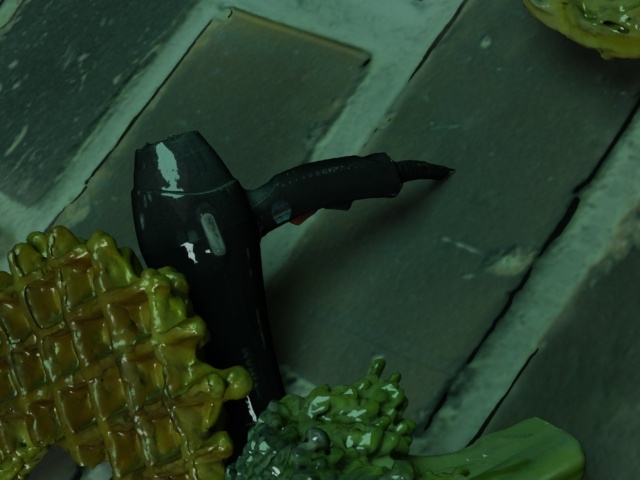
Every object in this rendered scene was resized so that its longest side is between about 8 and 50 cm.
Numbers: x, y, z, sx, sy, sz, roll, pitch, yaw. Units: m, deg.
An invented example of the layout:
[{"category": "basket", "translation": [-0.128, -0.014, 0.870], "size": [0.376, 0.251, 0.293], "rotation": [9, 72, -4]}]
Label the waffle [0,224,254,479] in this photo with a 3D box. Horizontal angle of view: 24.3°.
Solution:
[{"category": "waffle", "translation": [-0.162, 0.120, 1.127], "size": [0.293, 0.069, 0.260], "rotation": [26, 112, 35]}]

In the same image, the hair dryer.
[{"category": "hair dryer", "translation": [0.000, 0.000, 1.163], "size": [0.271, 0.236, 0.091], "rotation": [-21, 7, -16]}]

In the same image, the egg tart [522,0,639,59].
[{"category": "egg tart", "translation": [0.290, -0.238, 1.173], "size": [0.288, 0.118, 0.288], "rotation": [-13, 55, 20]}]

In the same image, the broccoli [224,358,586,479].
[{"category": "broccoli", "translation": [0.063, 0.198, 0.975], "size": [0.243, 0.263, 0.247], "rotation": [-23, 84, -20]}]
